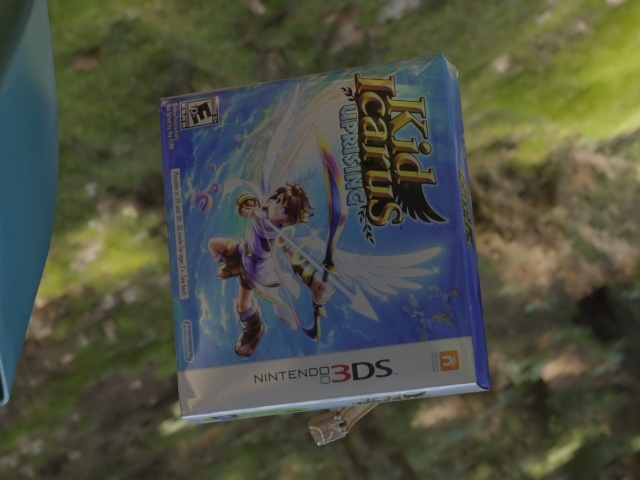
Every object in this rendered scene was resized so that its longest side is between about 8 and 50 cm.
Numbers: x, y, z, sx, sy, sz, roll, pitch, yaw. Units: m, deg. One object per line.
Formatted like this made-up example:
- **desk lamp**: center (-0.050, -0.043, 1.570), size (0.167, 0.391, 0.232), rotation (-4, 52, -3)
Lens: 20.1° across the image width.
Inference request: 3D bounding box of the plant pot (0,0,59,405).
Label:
- **plant pot**: center (-0.225, -0.058, 0.958), size (0.166, 0.234, 0.165), rotation (5, 130, 5)

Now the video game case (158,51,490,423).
- **video game case**: center (0.000, 0.000, 1.449), size (0.244, 0.269, 0.061), rotation (-8, 169, 14)

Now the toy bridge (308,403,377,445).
- **toy bridge**: center (0.036, 0.148, 1.770), size (0.063, 0.026, 0.188), rotation (-22, -171, 15)
